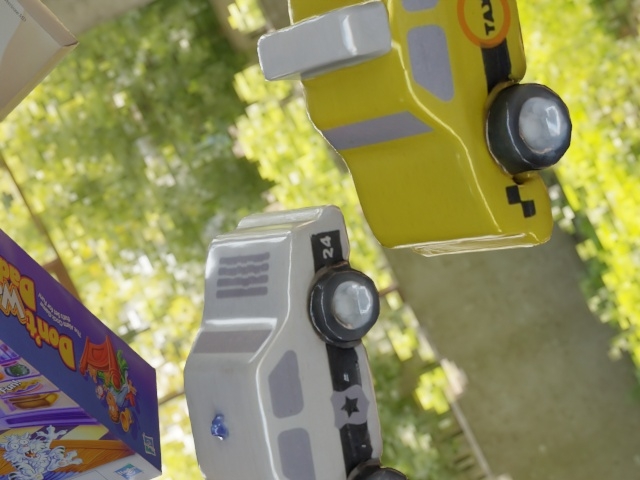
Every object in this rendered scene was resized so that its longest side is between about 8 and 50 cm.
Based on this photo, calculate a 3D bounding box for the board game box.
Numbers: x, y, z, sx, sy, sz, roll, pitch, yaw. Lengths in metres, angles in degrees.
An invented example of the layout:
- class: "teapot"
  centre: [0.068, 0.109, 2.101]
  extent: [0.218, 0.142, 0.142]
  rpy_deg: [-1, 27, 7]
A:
- class: "board game box"
  centre: [-0.298, 0.107, 0.901]
  extent: [0.233, 0.347, 0.078]
  rpy_deg: [51, -157, -47]

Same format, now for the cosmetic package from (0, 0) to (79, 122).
- class: "cosmetic package"
  centre: [-0.237, -0.124, 1.147]
  extent: [0.060, 0.115, 0.041]
  rpy_deg: [45, -164, -3]

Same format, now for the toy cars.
- class: "toy cars"
  centre: [0.000, 0.000, 0.688]
  extent: [0.176, 0.087, 0.393]
  rpy_deg: [48, 135, 37]
